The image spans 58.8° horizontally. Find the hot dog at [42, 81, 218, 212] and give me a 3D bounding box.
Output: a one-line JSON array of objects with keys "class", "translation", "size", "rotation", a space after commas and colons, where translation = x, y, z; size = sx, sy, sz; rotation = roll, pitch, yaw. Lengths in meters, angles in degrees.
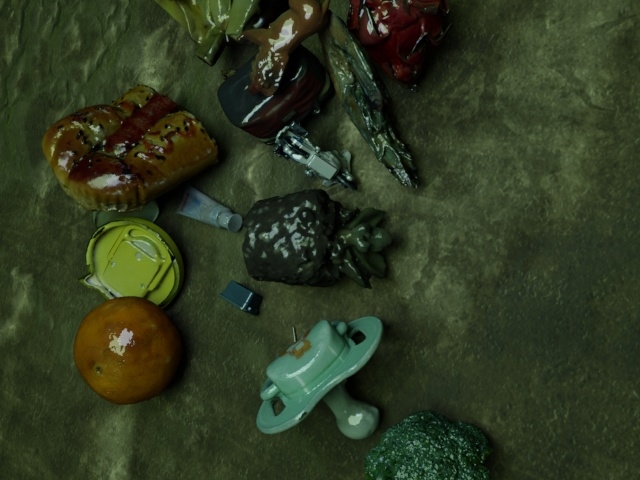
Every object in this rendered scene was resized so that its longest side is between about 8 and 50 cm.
[{"class": "hot dog", "translation": [-0.509, -0.239, 1.477], "size": [0.367, 0.196, 0.365], "rotation": [36, 61, 26]}]

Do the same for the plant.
[{"class": "plant", "translation": [0.000, 0.000, 1.270], "size": [0.313, 0.213, 0.215], "rotation": [3, 83, 28]}]

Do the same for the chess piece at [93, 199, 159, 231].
[{"class": "chess piece", "translation": [-0.602, -0.193, 1.644], "size": [0.182, 0.182, 0.330], "rotation": [-37, 63, 19]}]

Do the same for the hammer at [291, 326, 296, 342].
[{"class": "hammer", "translation": [-0.060, 0.265, 1.380], "size": [0.036, 0.019, 0.110], "rotation": [-16, 74, 25]}]

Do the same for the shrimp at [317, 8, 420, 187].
[{"class": "shrimp", "translation": [0.107, -0.312, 1.244], "size": [0.085, 0.272, 0.444], "rotation": [-27, 83, -3]}]

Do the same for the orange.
[{"class": "orange", "translation": [-0.504, 0.288, 1.486], "size": [0.284, 0.226, 0.283], "rotation": [5, 103, 22]}]

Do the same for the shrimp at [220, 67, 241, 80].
[{"class": "shrimp", "translation": [-0.193, -0.442, 1.527], "size": [0.190, 0.042, 0.101], "rotation": [14, 70, 29]}]

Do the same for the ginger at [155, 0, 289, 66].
[{"class": "ginger", "translation": [-0.273, -0.663, 1.447], "size": [0.414, 0.211, 0.358], "rotation": [-21, 59, 16]}]

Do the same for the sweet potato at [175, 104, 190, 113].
[{"class": "sweet potato", "translation": [-0.415, -0.368, 1.635], "size": [0.117, 0.049, 0.049], "rotation": [34, 100, 37]}]

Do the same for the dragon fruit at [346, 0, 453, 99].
[{"class": "dragon fruit", "translation": [0.162, -0.460, 1.241], "size": [0.234, 0.234, 0.292], "rotation": [7, 102, 29]}]

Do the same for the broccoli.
[{"class": "broccoli", "translation": [0.215, 0.480, 1.104], "size": [0.254, 0.269, 0.268], "rotation": [-3, 82, 33]}]

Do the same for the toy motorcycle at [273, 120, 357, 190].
[{"class": "toy motorcycle", "translation": [-0.009, -0.192, 1.322], "size": [0.102, 0.221, 0.150], "rotation": [-52, 20, 16]}]

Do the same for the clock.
[{"class": "clock", "translation": [-0.510, 0.069, 1.571], "size": [0.277, 0.071, 0.293], "rotation": [42, 114, -5]}]

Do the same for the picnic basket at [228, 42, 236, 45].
[{"class": "picnic basket", "translation": [-0.258, -0.579, 1.562], "size": [0.083, 0.072, 0.072], "rotation": [45, 105, 34]}]

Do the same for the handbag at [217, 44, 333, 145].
[{"class": "handbag", "translation": [-0.100, -0.354, 1.380], "size": [0.254, 0.181, 0.181], "rotation": [-39, 67, 16]}]

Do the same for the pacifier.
[{"class": "pacifier", "translation": [0.024, 0.318, 1.240], "size": [0.343, 0.288, 0.269], "rotation": [-37, 102, -3]}]

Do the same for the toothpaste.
[{"class": "toothpaste", "translation": [-0.308, -0.083, 1.538], "size": [0.234, 0.057, 0.089], "rotation": [24, 93, 35]}]

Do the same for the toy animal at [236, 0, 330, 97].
[{"class": "toy animal", "translation": [-0.066, -0.441, 1.213], "size": [0.312, 0.097, 0.157], "rotation": [-41, 67, 28]}]

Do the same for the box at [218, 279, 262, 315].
[{"class": "box", "translation": [-0.199, 0.144, 1.441], "size": [0.099, 0.074, 0.054], "rotation": [26, 86, 28]}]
